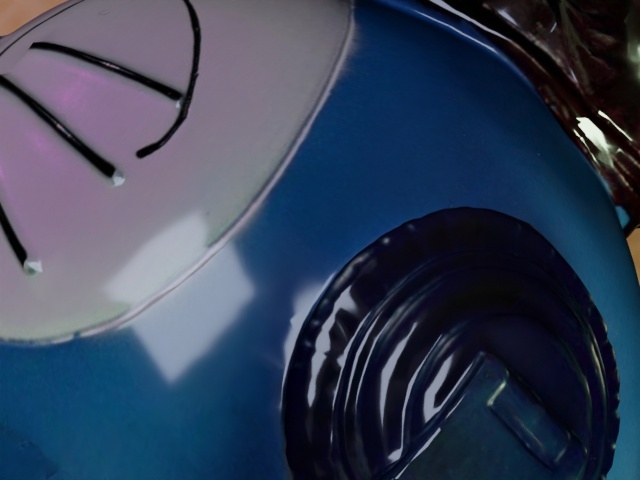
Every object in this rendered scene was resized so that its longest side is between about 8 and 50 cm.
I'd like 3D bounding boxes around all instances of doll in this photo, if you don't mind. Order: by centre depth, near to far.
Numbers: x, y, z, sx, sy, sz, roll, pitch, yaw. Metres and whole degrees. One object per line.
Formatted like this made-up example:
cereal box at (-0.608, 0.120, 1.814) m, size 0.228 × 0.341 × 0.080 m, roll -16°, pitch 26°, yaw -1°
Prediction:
doll at (0.000, 0.000, 0.531) m, size 0.310 × 0.240 × 0.284 m, roll -54°, pitch 24°, yaw -16°
